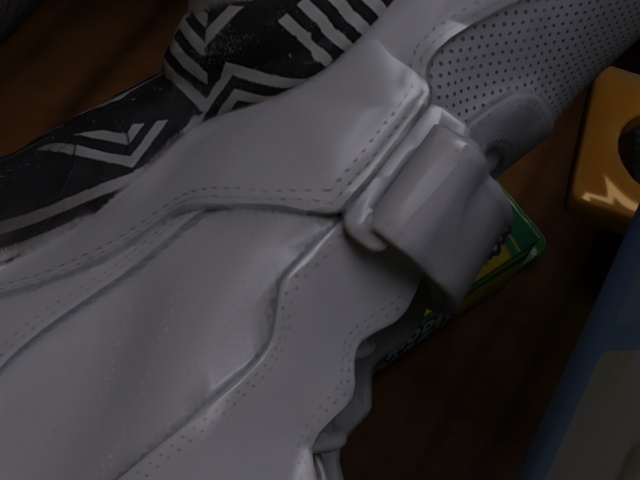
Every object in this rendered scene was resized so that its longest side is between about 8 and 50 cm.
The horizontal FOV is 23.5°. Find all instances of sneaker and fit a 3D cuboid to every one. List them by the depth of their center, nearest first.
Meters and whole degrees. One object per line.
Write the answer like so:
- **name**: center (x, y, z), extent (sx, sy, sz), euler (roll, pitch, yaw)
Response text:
- **sneaker**: center (-0.001, 0.036, 0.435), extent (0.366, 0.137, 0.210), euler (-32, 78, 2)

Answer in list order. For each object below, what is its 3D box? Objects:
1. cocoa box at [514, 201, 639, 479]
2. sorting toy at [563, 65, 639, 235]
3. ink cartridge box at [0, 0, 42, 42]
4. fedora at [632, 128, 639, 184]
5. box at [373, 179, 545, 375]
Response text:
- **cocoa box**: center (0.153, 0.129, 0.302), extent (0.228, 0.231, 0.347), euler (27, 82, -8)
- **sorting toy**: center (0.253, 0.002, 0.495), extent (0.348, 0.047, 0.196), euler (8, 54, -6)
- **ink cartridge box**: center (-0.186, -0.215, 0.582), extent (0.270, 0.151, 0.395), euler (33, 56, 4)
- **fedora**: center (0.236, 0.026, 0.583), extent (0.275, 0.124, 0.243), euler (19, 53, 2)
- **box**: center (0.000, 0.000, 0.570), extent (0.179, 0.043, 0.105), euler (-31, 73, -34)
